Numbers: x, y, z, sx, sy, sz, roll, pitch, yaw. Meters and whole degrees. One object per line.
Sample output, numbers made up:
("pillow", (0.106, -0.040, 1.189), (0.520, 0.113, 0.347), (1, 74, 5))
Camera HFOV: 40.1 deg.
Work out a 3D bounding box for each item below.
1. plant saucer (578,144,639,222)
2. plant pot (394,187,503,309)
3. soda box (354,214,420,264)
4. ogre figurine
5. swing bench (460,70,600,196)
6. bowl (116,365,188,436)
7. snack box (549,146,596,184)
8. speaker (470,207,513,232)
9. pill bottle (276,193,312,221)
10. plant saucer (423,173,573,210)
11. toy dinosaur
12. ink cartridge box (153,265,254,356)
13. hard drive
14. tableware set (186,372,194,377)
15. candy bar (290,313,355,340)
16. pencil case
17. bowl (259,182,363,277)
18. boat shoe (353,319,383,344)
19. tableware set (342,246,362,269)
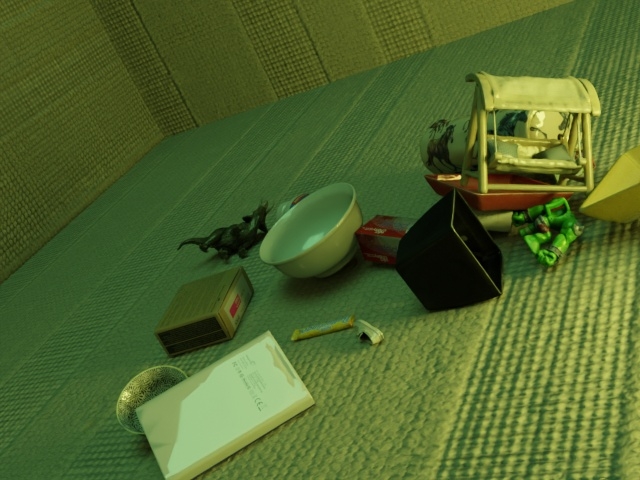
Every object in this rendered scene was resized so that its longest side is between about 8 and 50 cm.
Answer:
("plant saucer", (0.719, -0.154, 1.749), (0.332, 0.081, 0.333), (-28, 7, 42))
("plant pot", (0.263, 0.037, 1.844), (0.167, 0.188, 0.187), (-32, 19, 25))
("soda box", (0.209, 0.005, 2.053), (0.263, 0.084, 0.092), (8, 38, 48))
("ogre figurine", (0.479, -0.026, 1.836), (0.118, 0.097, 0.197), (-34, 9, 12))
("swing bench", (0.446, -0.230, 1.877), (0.253, 0.255, 0.165), (1, 10, -8))
("bowl", (-0.344, 0.361, 1.882), (0.170, 0.080, 0.170), (-11, 45, 11))
("snack box", (0.598, -0.193, 2.145), (0.100, 0.037, 0.141), (-26, 22, 5))
("speaker", (0.370, -0.051, 1.998), (0.136, 0.055, 0.055), (5, 31, 13))
("pill bottle", (-0.022, -0.069, 2.447), (0.221, 0.124, 0.124), (0, 34, 47))
("plant saucer", (0.409, -0.112, 2.045), (0.259, 0.048, 0.258), (-3, 15, -20))
("toy dinosaur", (-0.274, -0.004, 2.644), (0.313, 0.121, 0.160), (-26, 9, 15))
("ink cartridge box", (-0.294, 0.179, 2.249), (0.193, 0.088, 0.235), (-17, 23, 20))
("hard drive", (-0.195, 0.335, 1.763), (0.318, 0.040, 0.210), (-30, 45, -9))
("tableware set", (-0.337, 0.359, 1.987), (0.168, 0.020, 0.141), (-33, 22, -14))
("candy bar", (0.008, 0.196, 1.968), (0.161, 0.018, 0.040), (-17, 24, 25))
("pencil case", (0.445, -0.248, 2.204), (0.183, 0.160, 0.410), (5, -4, -34))
("bowl", (0.000, 0.000, 2.210), (0.297, 0.134, 0.298), (-31, 24, 15))
("boat shoe", (0.092, 0.196, 1.852), (0.035, 0.035, 0.100), (-32, 29, -21))
("tableware set", (0.092, 0.037, 2.220), (0.154, 0.024, 0.104), (-3, 32, 45))
